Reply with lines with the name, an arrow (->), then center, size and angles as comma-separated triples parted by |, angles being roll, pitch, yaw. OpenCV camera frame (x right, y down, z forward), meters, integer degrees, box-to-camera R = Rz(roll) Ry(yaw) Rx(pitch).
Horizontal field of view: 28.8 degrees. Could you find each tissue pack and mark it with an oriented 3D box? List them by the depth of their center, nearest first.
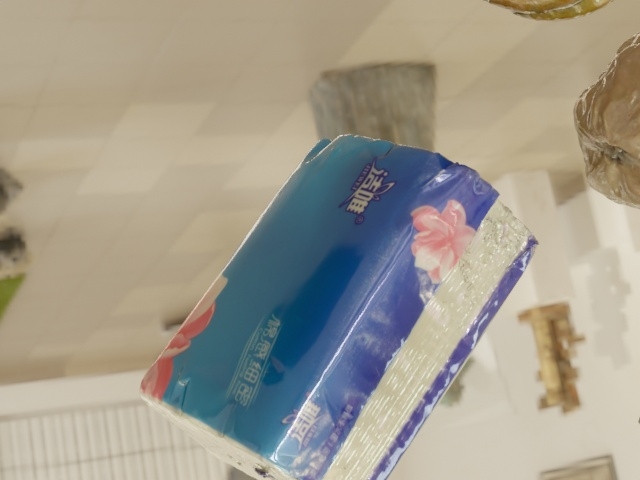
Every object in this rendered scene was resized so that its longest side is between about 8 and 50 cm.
tissue pack -> 0.009, 0.057, 0.962 | 0.209, 0.270, 0.137 | 19, 157, 50

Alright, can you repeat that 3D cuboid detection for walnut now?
walnut -> 0.484, -0.172, 1.746 | 0.273, 0.273, 0.227 | 2, 178, -40

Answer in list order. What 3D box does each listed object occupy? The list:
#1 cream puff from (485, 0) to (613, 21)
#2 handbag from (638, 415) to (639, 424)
cream puff -> 0.164, -0.250, 0.919 | 0.189, 0.189, 0.129 | -31, -163, 53
handbag -> 0.435, 0.229, 1.256 | 0.088, 0.270, 0.175 | -41, -175, -5
